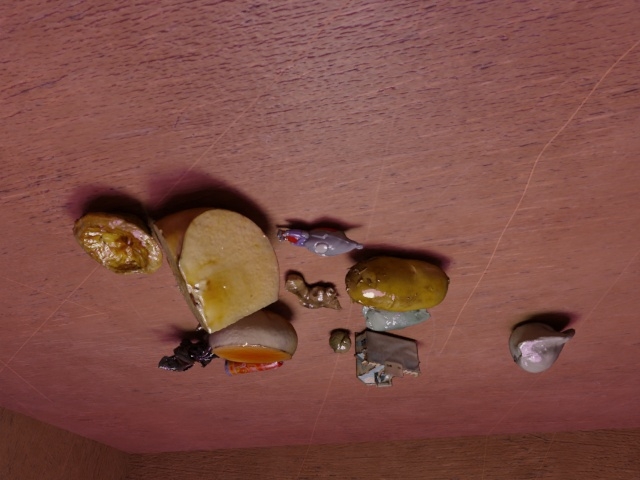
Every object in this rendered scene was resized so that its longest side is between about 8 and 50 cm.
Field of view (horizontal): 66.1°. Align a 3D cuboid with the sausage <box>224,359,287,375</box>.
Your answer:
[{"bbox_3d":[-0.259,0.499,2.007,0.274,0.074,0.074,-14,142,20],"label":"sausage"}]

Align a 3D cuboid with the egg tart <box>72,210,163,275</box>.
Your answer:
[{"bbox_3d":[-0.513,-0.003,1.274,0.241,0.106,0.241,8,139,7],"label":"egg tart"}]

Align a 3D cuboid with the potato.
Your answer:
[{"bbox_3d":[0.213,0.126,1.403,0.300,0.140,0.173,4,138,-13],"label":"potato"}]

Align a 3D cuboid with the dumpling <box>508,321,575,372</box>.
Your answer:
[{"bbox_3d":[0.770,0.353,1.713,0.227,0.243,0.175,-32,95,14],"label":"dumpling"}]

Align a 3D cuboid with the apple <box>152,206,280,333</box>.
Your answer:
[{"bbox_3d":[-0.279,0.057,1.245,0.314,0.252,0.309,-8,111,19],"label":"apple"}]

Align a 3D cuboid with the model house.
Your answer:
[{"bbox_3d":[0.218,0.462,1.852,0.271,0.178,0.206,16,144,-24],"label":"model house"}]

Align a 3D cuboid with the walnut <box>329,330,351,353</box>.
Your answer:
[{"bbox_3d":[0.073,0.375,1.810,0.092,0.092,0.092,1,145,1],"label":"walnut"}]

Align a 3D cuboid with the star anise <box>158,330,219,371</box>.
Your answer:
[{"bbox_3d":[-0.474,0.420,1.841,0.283,0.129,0.212,-18,169,-33],"label":"star anise"}]

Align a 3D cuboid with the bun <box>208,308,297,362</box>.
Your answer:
[{"bbox_3d":[-0.226,0.309,1.657,0.299,0.164,0.299,1,153,1],"label":"bun"}]

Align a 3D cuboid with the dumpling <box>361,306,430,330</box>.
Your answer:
[{"bbox_3d":[0.238,0.224,1.567,0.217,0.104,0.149,-6,144,11],"label":"dumpling"}]

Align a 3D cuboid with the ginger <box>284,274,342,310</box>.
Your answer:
[{"bbox_3d":[-0.025,0.161,1.536,0.133,0.059,0.214,-7,143,26],"label":"ginger"}]

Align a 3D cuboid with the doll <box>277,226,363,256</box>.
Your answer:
[{"bbox_3d":[0.000,0.000,1.295,0.228,0.075,0.102,9,162,8],"label":"doll"}]
